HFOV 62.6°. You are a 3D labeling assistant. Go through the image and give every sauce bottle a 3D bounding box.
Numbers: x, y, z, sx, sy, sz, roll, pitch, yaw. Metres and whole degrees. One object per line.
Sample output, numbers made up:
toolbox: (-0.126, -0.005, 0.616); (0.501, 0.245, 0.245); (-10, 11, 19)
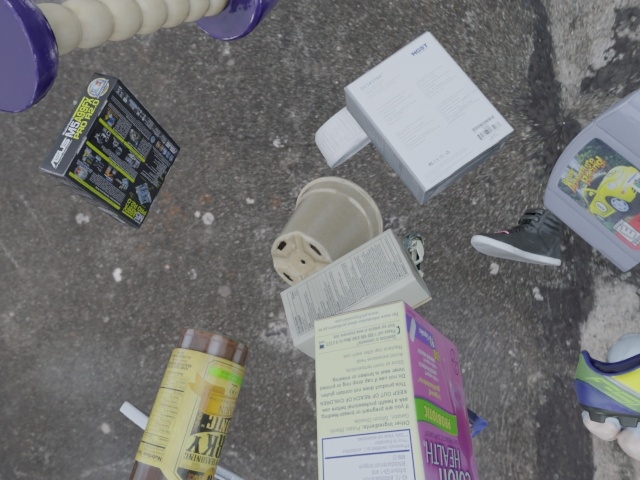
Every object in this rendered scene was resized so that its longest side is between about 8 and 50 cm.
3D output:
sauce bottle: (-0.192, 0.294, 0.711); (0.112, 0.111, 0.344); (4, 67, 24)

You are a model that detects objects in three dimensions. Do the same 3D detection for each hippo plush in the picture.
hippo plush: (0.718, 0.312, 1.111); (0.295, 0.234, 0.236); (-6, 128, -7)

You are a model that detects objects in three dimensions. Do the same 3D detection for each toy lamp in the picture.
toy lamp: (-0.113, -0.167, 0.372); (0.080, 0.274, 0.080); (13, 125, 20)

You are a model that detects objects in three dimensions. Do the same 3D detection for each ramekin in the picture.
ramekin: (0.080, -0.317, 1.554); (0.207, 0.207, 0.109); (-37, 90, 27)

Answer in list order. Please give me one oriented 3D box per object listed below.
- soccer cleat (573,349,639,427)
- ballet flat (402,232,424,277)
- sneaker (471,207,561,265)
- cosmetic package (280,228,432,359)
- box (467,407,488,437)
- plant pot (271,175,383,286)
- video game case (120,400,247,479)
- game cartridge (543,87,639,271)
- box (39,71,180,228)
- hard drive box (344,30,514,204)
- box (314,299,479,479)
soccer cleat: (0.512, 0.201, 0.737); (0.289, 0.093, 0.121); (-7, 80, 32)
ballet flat: (0.249, 0.069, 1.417); (0.070, 0.070, 0.188); (-3, 80, 25)
sneaker: (0.530, -0.024, 1.416); (0.105, 0.296, 0.146); (177, 102, -66)
cosmetic package: (0.076, 0.127, 1.211); (0.310, 0.113, 0.160); (-31, 48, 14)
box: (0.284, 0.432, 1.306); (0.225, 0.036, 0.136); (33, 125, 4)
plant pot: (0.000, 0.000, 1.751); (0.334, 0.305, 0.333); (15, 126, 21)
video game case: (-0.249, 0.373, 0.956); (0.201, 0.023, 0.183); (15, 152, 40)
game cartridge: (0.445, -0.080, 0.770); (0.060, 0.294, 0.196); (-35, 69, -14)
box: (-0.412, -0.171, 1.076); (0.060, 0.270, 0.216); (18, 76, 17)
hard drive box: (0.180, -0.211, 0.909); (0.181, 0.089, 0.232); (-34, 77, -1)
box: (0.096, 0.224, 0.625); (0.117, 0.213, 0.242); (-16, 59, 25)
